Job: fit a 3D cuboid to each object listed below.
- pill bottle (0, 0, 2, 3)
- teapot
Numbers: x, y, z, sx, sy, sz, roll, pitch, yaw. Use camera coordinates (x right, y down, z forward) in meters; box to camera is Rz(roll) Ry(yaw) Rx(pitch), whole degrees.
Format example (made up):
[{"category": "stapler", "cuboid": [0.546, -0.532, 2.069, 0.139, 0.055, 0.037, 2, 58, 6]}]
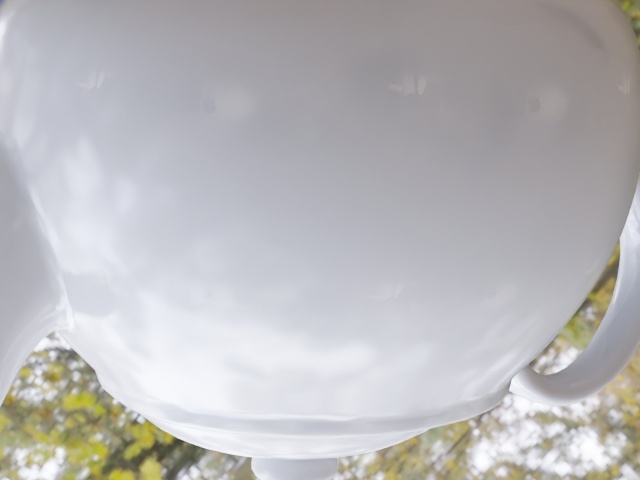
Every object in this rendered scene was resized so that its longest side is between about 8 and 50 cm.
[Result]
[{"category": "pill bottle", "cuboid": [-0.125, -0.081, 0.638, 0.272, 0.152, 0.152, 65, -155, -3]}, {"category": "teapot", "cuboid": [0.000, 0.000, 0.441, 0.256, 0.187, 0.252, 3, -170, 14]}]
